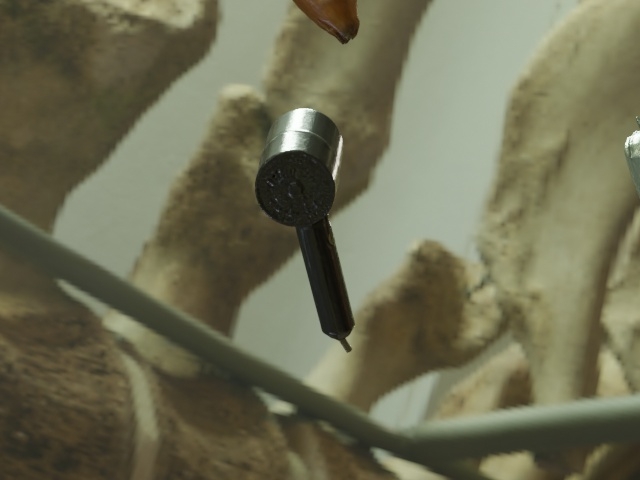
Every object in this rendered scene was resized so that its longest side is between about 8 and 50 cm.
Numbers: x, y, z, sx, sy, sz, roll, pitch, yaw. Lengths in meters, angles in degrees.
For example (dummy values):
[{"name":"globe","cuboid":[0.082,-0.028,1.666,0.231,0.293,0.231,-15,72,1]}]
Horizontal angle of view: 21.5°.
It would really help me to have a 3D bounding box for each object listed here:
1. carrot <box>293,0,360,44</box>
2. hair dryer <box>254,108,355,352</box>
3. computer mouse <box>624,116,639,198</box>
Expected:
[{"name":"carrot","cuboid":[-0.052,-0.222,0.910,0.062,0.066,0.271,-31,-89,-34]},{"name":"hair dryer","cuboid":[0.000,0.000,1.506,0.124,0.071,0.219,-76,-27,-68]},{"name":"computer mouse","cuboid":[0.336,-0.034,1.574,0.089,0.056,0.182,-15,-112,-54]}]
